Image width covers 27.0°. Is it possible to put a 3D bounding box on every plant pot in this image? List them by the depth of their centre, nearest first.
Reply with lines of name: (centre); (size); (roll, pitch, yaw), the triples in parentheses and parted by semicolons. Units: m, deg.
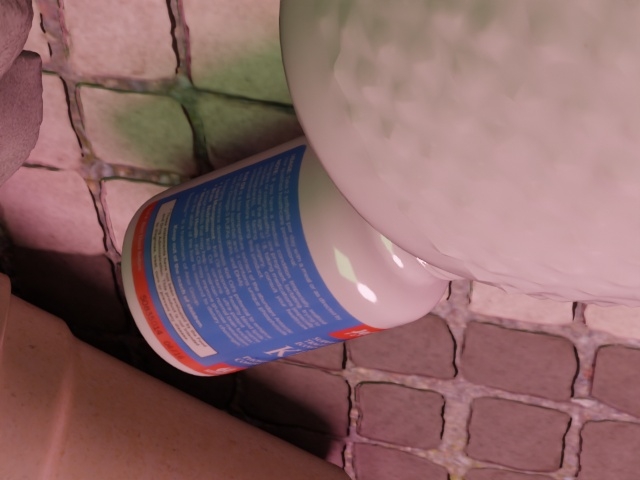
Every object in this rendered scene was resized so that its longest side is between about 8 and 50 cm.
plant pot: (-0.148, 0.227, 0.972); (0.306, 0.333, 0.334); (20, 140, -17)

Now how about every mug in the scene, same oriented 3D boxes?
mug: (0.189, -0.102, 0.521); (0.328, 0.276, 0.374); (-18, 158, 42)

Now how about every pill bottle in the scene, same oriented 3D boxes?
pill bottle: (0.000, 0.000, 0.783); (0.222, 0.124, 0.124); (-18, 126, 36)

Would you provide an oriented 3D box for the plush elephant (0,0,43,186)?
plush elephant: (-0.207, -0.153, 0.604); (0.330, 0.255, 0.271); (18, 138, 2)
